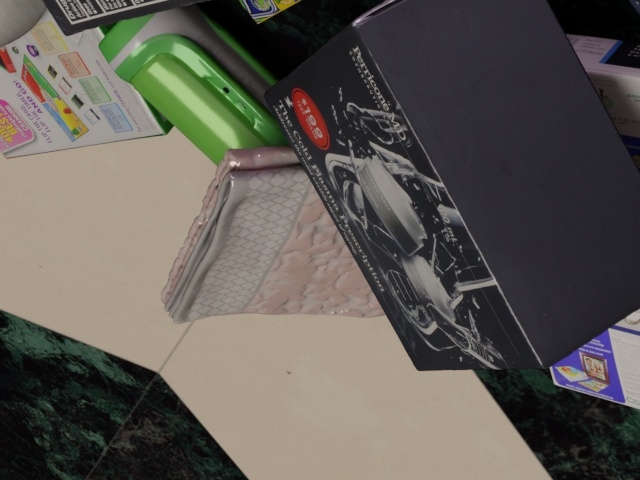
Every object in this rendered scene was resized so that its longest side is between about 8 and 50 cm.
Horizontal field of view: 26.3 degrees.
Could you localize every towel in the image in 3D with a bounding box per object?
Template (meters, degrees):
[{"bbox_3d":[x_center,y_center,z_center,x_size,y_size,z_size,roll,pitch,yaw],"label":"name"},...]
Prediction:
[{"bbox_3d":[0.000,0.000,1.590,0.316,0.053,0.332,-2,149,-22],"label":"towel"}]

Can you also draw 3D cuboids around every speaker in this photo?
[{"bbox_3d":[-0.113,-0.161,1.590,0.296,0.131,0.131,44,141,-11],"label":"speaker"}]

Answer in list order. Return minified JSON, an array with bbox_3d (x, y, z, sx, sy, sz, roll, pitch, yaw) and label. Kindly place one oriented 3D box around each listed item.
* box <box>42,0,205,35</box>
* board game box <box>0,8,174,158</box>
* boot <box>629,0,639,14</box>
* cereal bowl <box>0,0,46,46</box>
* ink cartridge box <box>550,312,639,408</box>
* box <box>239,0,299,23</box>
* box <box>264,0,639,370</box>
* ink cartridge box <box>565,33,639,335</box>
[{"bbox_3d":[-0.189,-0.391,1.355,0.294,0.183,0.296,-5,127,38],"label":"box"},{"bbox_3d":[-0.349,-0.230,1.741,0.316,0.064,0.242,-4,128,39],"label":"board game box"},{"bbox_3d":[0.289,-0.269,1.221,0.086,0.069,0.190,-16,121,42],"label":"boot"},{"bbox_3d":[-0.471,-0.360,1.574,0.339,0.141,0.339,20,128,27],"label":"cereal bowl"},{"bbox_3d":[0.346,0.111,1.578,0.206,0.045,0.208,14,142,37],"label":"ink cartridge box"},{"bbox_3d":[-0.018,-0.290,1.435,0.169,0.059,0.054,-20,119,47],"label":"box"},{"bbox_3d":[0.133,-0.063,1.313,0.343,0.179,0.312,60,162,-3],"label":"box"},{"bbox_3d":[0.304,-0.045,1.359,0.165,0.065,0.333,14,136,35],"label":"ink cartridge box"}]
